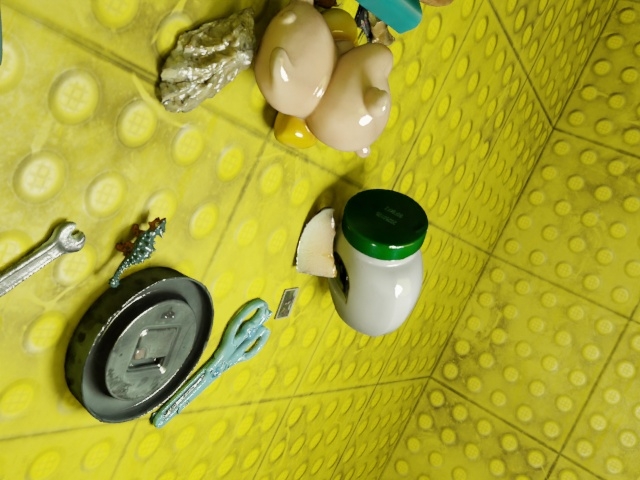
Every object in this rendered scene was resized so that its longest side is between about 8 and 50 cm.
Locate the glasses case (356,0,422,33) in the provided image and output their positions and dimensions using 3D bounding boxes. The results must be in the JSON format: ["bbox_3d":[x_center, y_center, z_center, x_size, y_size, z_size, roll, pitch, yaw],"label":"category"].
[{"bbox_3d":[0.113,-0.529,1.289,0.301,0.070,0.117,4,75,-56],"label":"glasses case"}]

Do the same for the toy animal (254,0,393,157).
[{"bbox_3d":[0.043,-0.311,1.207,0.277,0.247,0.345,-59,161,-15],"label":"toy animal"}]

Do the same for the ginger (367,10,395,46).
[{"bbox_3d":[0.134,-0.479,1.429,0.137,0.044,0.057,59,41,-61],"label":"ginger"}]

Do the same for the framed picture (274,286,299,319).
[{"bbox_3d":[-0.088,0.165,1.680,0.066,0.007,0.089,-1,114,-58],"label":"framed picture"}]

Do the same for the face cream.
[{"bbox_3d":[0.141,0.063,1.655,0.220,0.312,0.357,-11,138,-20],"label":"face cream"}]

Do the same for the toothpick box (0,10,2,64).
[{"bbox_3d":[-0.407,-0.269,0.680,0.120,0.120,0.184,-33,144,-41],"label":"toothpick box"}]

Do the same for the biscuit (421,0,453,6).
[{"bbox_3d":[0.276,-0.731,1.444,0.365,0.062,0.385,-62,151,-3],"label":"biscuit"}]

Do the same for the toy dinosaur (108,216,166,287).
[{"bbox_3d":[-0.323,0.018,1.124,0.154,0.055,0.049,-56,155,-15],"label":"toy dinosaur"}]

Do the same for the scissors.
[{"bbox_3d":[-0.245,0.294,1.509,0.393,0.032,0.180,-43,145,-31],"label":"scissors"}]

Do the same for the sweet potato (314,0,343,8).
[{"bbox_3d":[0.001,-0.479,1.231,0.195,0.056,0.056,-3,117,-64],"label":"sweet potato"}]

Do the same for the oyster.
[{"bbox_3d":[-0.182,-0.292,1.074,0.209,0.072,0.132,-41,142,-30],"label":"oyster"}]

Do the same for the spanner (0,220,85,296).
[{"bbox_3d":[-0.481,0.068,0.951,0.302,0.017,0.071,-43,146,-29],"label":"spanner"}]

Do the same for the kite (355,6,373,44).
[{"bbox_3d":[0.097,-0.460,1.435,0.285,0.015,0.152,-63,151,2],"label":"kite"}]

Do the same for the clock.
[{"bbox_3d":[-0.342,0.200,1.239,0.319,0.066,0.318,-38,144,-35],"label":"clock"}]

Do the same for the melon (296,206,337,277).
[{"bbox_3d":[-0.007,0.001,1.596,0.054,0.098,0.182,-30,122,-61],"label":"melon"}]
